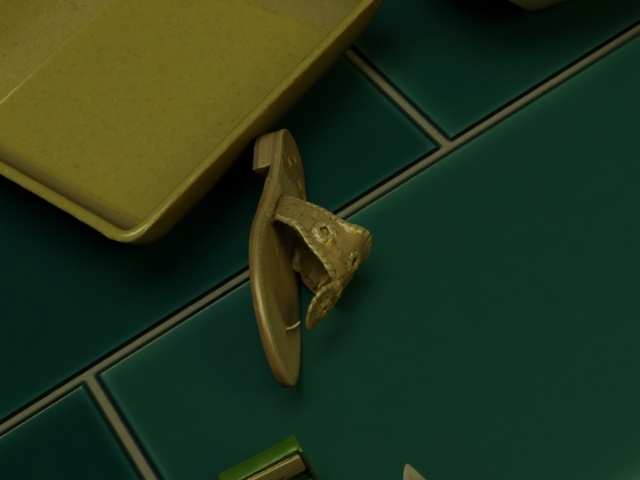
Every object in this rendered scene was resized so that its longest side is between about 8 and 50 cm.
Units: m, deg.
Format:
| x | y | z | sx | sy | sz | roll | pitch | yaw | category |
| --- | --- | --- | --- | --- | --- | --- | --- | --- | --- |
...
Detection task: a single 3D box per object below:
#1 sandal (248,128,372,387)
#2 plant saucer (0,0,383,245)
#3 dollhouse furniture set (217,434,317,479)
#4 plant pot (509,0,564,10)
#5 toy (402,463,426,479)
| x | y | z | sx | sy | sz | roll | pitch | yaw | category |
| --- | --- | --- | --- | --- | --- | --- | --- | --- | --- |
| -0.002 | -0.004 | 1.030 | 0.079 | 0.088 | 0.240 | -16 | 43 | 12 | sandal |
| -0.149 | -0.147 | 1.203 | 0.333 | 0.081 | 0.333 | 27 | 64 | 35 | plant saucer |
| -0.010 | 0.200 | 0.868 | 0.059 | 0.076 | 0.151 | -25 | 47 | -3 | dollhouse furniture set |
| 0.169 | -0.300 | 1.133 | 0.284 | 0.284 | 0.191 | 45 | 109 | 39 | plant pot |
| 0.051 | 0.261 | 0.769 | 0.056 | 0.137 | 0.237 | -18 | 44 | 28 | toy |
